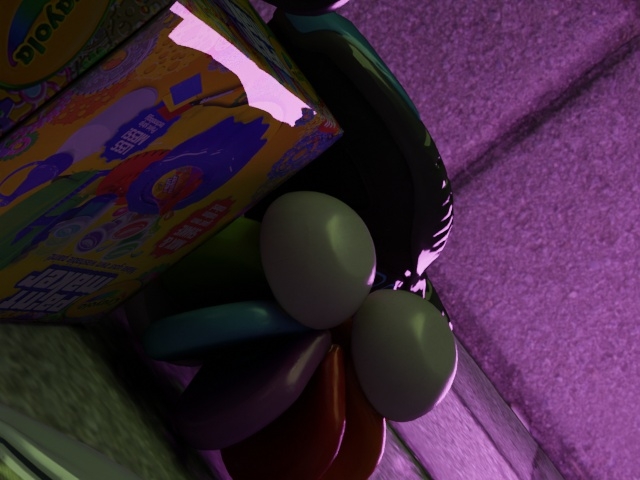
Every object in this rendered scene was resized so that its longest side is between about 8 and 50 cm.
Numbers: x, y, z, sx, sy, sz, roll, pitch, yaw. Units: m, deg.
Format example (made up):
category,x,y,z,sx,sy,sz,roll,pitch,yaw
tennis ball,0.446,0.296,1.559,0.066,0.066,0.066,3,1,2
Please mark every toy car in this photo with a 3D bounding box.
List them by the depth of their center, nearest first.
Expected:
category,x,y,z,sx,sy,sz,roll,pitch,yaw
toy car,-0.028,0.070,0.771,0.182,0.159,0.136,49,43,-27

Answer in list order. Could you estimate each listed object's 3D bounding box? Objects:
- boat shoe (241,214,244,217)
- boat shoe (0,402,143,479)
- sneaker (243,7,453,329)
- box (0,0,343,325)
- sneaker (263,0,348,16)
category,x,y,z,sx,sy,sz,roll,pitch,yaw
boat shoe,-0.065,0.007,1.121,0.183,0.066,0.066,35,20,-35
boat shoe,-0.115,0.073,0.299,0.302,0.109,0.094,42,23,-7
sneaker,0.000,0.000,0.863,0.125,0.140,0.340,54,-14,39
box,-0.162,-0.123,0.613,0.279,0.177,0.290,54,7,10
sneaker,-0.048,-0.183,0.607,0.223,0.083,0.098,54,2,11
